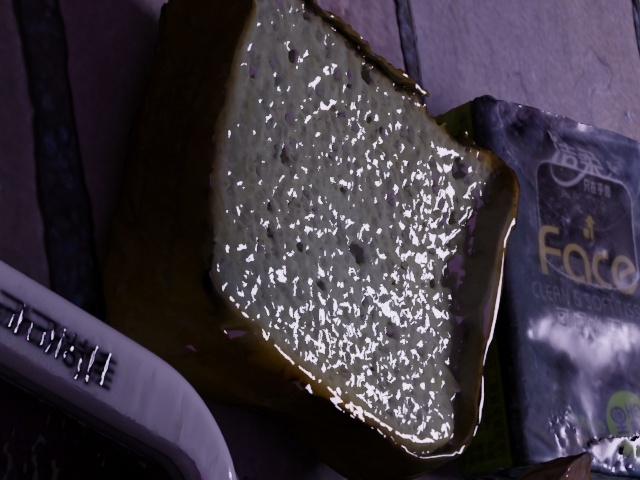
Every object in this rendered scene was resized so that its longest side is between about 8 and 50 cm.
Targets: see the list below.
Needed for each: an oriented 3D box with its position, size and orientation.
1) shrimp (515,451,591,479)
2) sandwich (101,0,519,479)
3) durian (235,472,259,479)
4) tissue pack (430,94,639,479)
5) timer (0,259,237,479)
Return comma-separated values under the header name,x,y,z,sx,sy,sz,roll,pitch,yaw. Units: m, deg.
name,x,y,z,sx,sy,sz,roll,pitch,yaw
shrimp,0.076,0.167,0.992,0.168,0.077,0.317,-51,165,0
sandwich,-0.001,0.000,1.026,0.251,0.087,0.226,33,54,-42
durian,-0.059,0.182,0.908,0.110,0.071,0.140,31,53,-2
tissue pack,0.149,0.040,1.198,0.173,0.073,0.236,14,64,-41
timer,-0.153,0.129,0.771,0.262,0.087,0.237,35,53,-33
